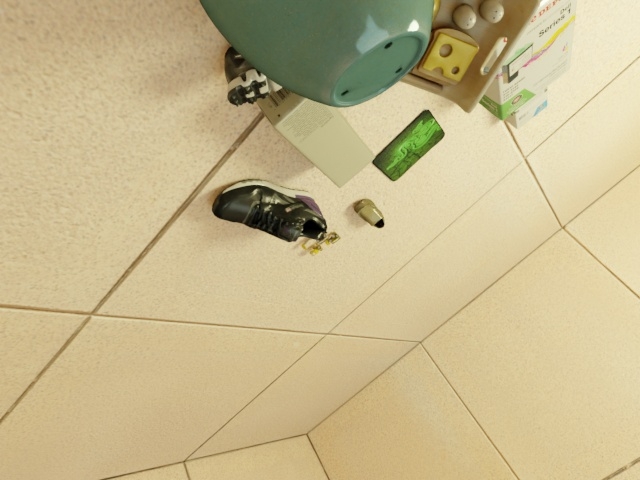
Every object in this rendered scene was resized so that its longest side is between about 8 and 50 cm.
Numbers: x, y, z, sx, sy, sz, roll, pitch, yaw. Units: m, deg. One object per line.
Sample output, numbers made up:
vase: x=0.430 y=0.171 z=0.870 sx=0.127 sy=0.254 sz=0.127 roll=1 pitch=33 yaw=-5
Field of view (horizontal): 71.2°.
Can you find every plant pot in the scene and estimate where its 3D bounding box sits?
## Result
plant pot: x=0.024 y=-0.283 z=0.543 sx=0.290 sy=0.195 sz=0.290 roll=-29 pitch=172 yaw=-4

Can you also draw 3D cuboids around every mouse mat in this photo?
mouse mat: x=0.233 y=-0.242 z=1.169 sx=0.190 sy=0.007 sz=0.153 roll=-44 pitch=147 yaw=15

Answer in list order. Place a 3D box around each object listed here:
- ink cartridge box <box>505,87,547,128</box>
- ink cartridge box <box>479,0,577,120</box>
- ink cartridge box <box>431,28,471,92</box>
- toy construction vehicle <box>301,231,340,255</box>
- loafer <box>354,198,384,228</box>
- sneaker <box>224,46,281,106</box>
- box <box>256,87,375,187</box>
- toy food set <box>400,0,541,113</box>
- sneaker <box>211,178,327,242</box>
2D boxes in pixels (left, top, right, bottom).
ink cartridge box: x=0.542 y=-0.392 z=1.190 sx=0.104 sy=0.060 sz=0.180 roll=-38 pitch=148 yaw=9
ink cartridge box: x=0.434 y=-0.435 z=0.981 sx=0.201 sy=0.117 sz=0.278 roll=-38 pitch=148 yaw=6
ink cartridge box: x=0.250 y=-0.380 z=0.906 sx=0.056 sy=0.099 sz=0.135 roll=-7 pitch=139 yaw=-37
toy construction vehicle: x=0.000 y=0.000 z=1.267 sx=0.098 sy=0.035 sz=0.086 roll=-36 pitch=159 yaw=9
loafer: x=0.148 y=-0.074 z=1.277 sx=0.056 sy=0.050 sz=0.148 roll=-44 pitch=147 yaw=17
sneaker: x=-0.051 y=-0.303 z=0.726 sx=0.235 sy=0.106 sz=0.078 roll=-18 pitch=173 yaw=-4
box: x=-0.001 y=-0.221 z=0.902 sx=0.113 sy=0.094 sz=0.275 roll=-39 pitch=148 yaw=10
toy food set: x=0.189 y=-0.365 z=0.783 sx=0.307 sy=0.092 sz=0.219 roll=15 pitch=130 yaw=-14
sneaker: x=-0.098 y=-0.057 z=1.007 sx=0.284 sy=0.124 sz=0.107 roll=-1 pitch=135 yaw=-41
